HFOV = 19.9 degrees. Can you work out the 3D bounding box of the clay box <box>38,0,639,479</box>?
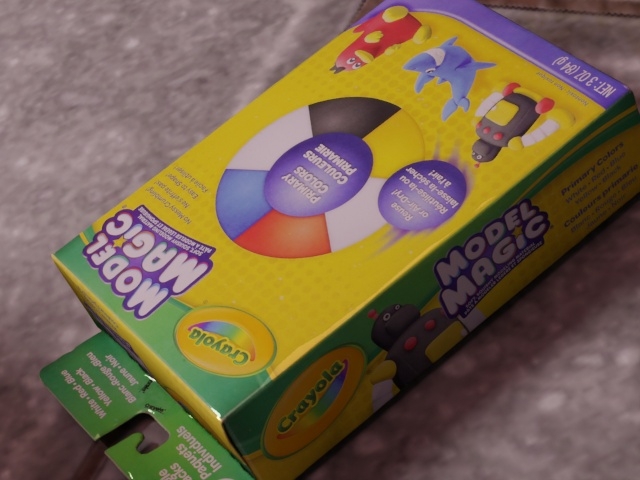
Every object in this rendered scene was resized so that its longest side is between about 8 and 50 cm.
[{"bbox_3d":[0.000,0.000,0.685,0.222,0.053,0.127,-38,44,-14],"label":"clay box"}]
